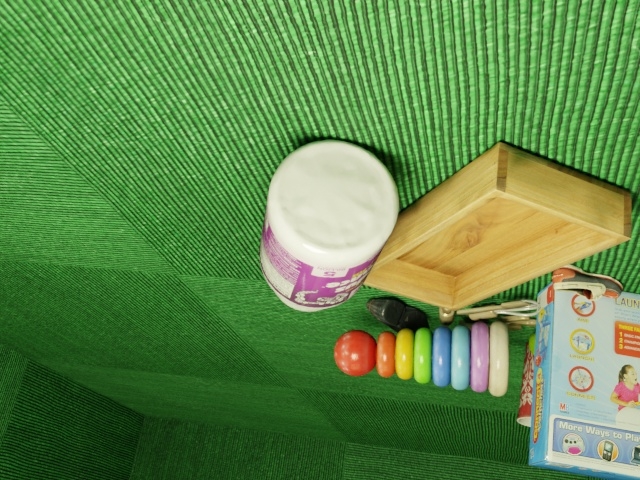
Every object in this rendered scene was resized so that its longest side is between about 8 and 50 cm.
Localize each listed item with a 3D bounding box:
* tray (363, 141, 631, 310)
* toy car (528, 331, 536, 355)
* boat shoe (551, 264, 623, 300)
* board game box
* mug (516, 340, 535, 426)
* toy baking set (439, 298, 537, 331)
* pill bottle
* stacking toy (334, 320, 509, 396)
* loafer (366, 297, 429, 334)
[{"bbox_3d":[0.222,0.000,1.097,0.202,0.076,0.411,17,157,-18],"label":"tray"},{"bbox_3d":[0.536,0.220,1.472,0.188,0.149,0.155,-10,174,-34],"label":"toy car"},{"bbox_3d":[0.434,0.076,1.227,0.136,0.043,0.049,18,154,-21],"label":"boat shoe"},{"bbox_3d":[0.514,0.243,1.255,0.308,0.302,0.086,11,158,-1],"label":"board game box"},{"bbox_3d":[0.491,0.302,1.575,0.150,0.169,0.113,6,157,8],"label":"mug"},{"bbox_3d":[0.322,0.137,1.441,0.196,0.030,0.256,-2,161,13],"label":"toy baking set"},{"bbox_3d":[0.000,0.000,1.061,0.169,0.169,0.301,11,158,-3],"label":"pill bottle"},{"bbox_3d":[0.190,0.219,1.448,0.330,0.141,0.141,1,156,11],"label":"stacking toy"},{"bbox_3d":[0.160,0.156,1.524,0.061,0.062,0.170,15,163,48],"label":"loafer"}]
